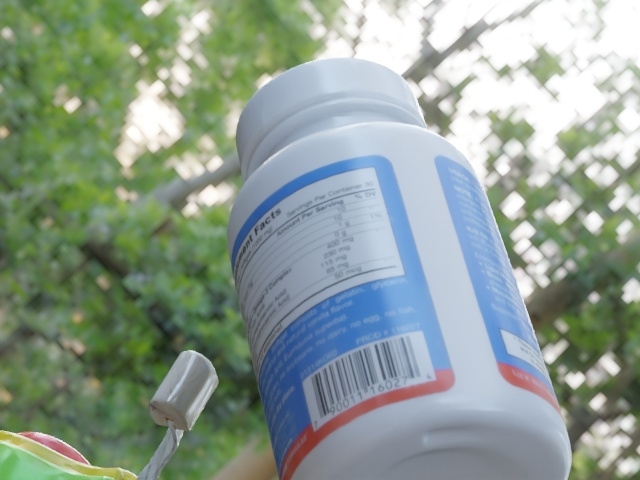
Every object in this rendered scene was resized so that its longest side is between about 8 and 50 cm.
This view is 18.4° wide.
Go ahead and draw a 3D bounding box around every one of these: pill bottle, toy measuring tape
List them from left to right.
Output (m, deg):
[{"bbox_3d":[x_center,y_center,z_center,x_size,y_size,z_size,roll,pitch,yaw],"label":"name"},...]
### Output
[{"bbox_3d":[-0.157,0.133,1.077,0.121,0.121,0.330,45,-38,9],"label":"toy measuring tape"},{"bbox_3d":[0.026,0.025,0.888,0.124,0.124,0.221,65,8,-49],"label":"pill bottle"}]
